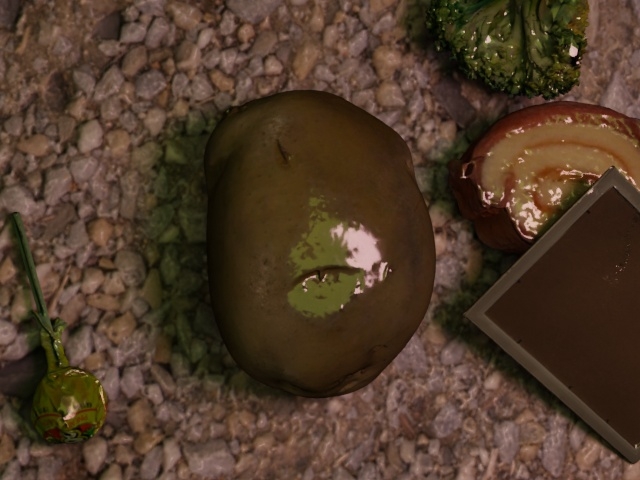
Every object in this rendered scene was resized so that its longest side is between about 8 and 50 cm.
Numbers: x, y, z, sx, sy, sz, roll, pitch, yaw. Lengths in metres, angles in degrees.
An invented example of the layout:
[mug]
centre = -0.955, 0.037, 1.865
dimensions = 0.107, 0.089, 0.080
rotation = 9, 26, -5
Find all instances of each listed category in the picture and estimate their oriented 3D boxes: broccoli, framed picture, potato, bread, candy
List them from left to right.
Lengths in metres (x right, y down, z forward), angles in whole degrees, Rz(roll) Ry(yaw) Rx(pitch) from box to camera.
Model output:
[candy]
centre = -0.295, 0.092, 1.400
dimensions = 0.077, 0.073, 0.262
rotation = -11, 75, -30
[potato]
centre = 0.000, 0.000, 1.375
dimensions = 0.243, 0.221, 0.327
rotation = -2, 78, 0
[broccoli]
centre = 0.227, -0.265, 1.468
dimensions = 0.194, 0.194, 0.220
rotation = -30, 75, -13
[bread]
centre = 0.264, -0.067, 1.481
dimensions = 0.244, 0.123, 0.190
rotation = 1, 79, -10
[framed picture]
centre = 0.335, 0.088, 1.443
dimensions = 0.293, 0.018, 0.231
rotation = 41, 100, -19
